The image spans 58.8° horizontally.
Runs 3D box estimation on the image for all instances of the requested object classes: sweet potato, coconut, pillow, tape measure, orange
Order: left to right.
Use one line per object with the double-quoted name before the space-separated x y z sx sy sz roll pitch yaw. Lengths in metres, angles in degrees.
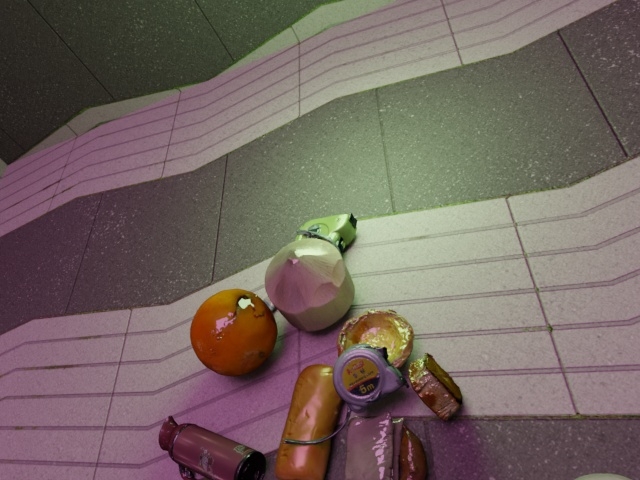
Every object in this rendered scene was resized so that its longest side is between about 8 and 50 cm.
"orange" -0.244 0.259 1.606 0.246 0.246 0.246 -16 48 18
"coconut" -0.036 0.117 1.589 0.238 0.265 0.237 -11 47 12
"tape measure" 0.000 0.000 1.775 0.200 0.106 0.175 -5 49 29
"tape measure" 0.038 0.374 1.373 0.330 0.084 0.164 -32 69 9
"pillow" 0.121 0.497 1.320 0.134 0.078 0.181 -11 52 27
"sweet potato" 0.205 0.526 1.260 0.068 0.068 0.226 -6 62 26

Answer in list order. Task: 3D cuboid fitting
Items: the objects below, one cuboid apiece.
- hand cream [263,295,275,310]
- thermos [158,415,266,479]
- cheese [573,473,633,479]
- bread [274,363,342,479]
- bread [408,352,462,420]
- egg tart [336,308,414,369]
"hand cream" -0.117 0.153 1.764 0.170 0.043 0.065 -47 41 -6
"thermos" -0.301 0.568 1.496 0.330 0.136 0.109 8 31 34
"cheese" 0.524 0.516 1.014 0.198 0.154 0.189 -19 46 31
"bread" -0.027 0.459 1.429 0.142 0.091 0.305 -8 50 31
"bread" 0.269 0.338 1.330 0.069 0.140 0.128 -44 0 15
"egg tart" 0.145 0.275 1.478 0.213 0.090 0.212 -15 51 19
